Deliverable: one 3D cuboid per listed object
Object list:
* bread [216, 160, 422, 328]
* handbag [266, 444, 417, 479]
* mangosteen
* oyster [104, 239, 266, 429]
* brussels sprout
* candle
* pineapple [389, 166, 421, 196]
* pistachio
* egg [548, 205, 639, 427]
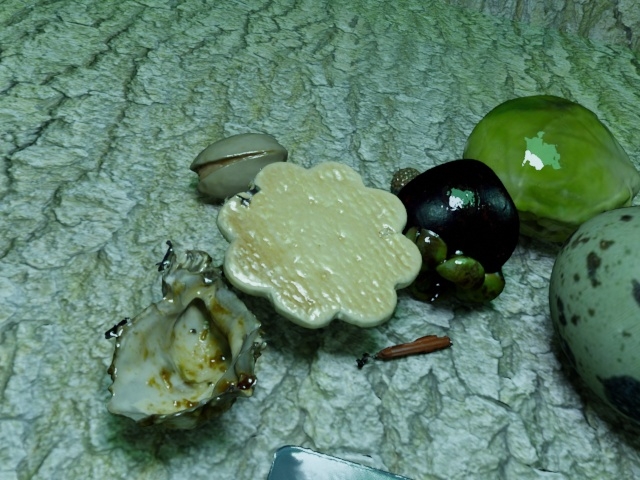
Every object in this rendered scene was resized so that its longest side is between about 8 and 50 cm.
[{"bbox_3d":[0.000,0.000,0.943,0.315,0.054,0.316,9,53,-11],"label":"bread"},{"bbox_3d":[0.037,0.338,0.686,0.229,0.062,0.179,15,41,2],"label":"handbag"},{"bbox_3d":[0.223,-0.010,1.063,0.242,0.243,0.243,8,38,-6],"label":"mangosteen"},{"bbox_3d":[-0.178,0.115,0.841,0.197,0.133,0.337,2,36,-12],"label":"oyster"},{"bbox_3d":[0.440,-0.129,1.244,0.344,0.268,0.344,15,54,-21],"label":"brussels sprout"},{"bbox_3d":[0.125,0.165,0.956,0.167,0.021,0.026,-7,62,-25],"label":"candle"},{"bbox_3d":[0.162,-0.081,1.239,0.074,0.074,0.159,19,41,8],"label":"pineapple"},{"bbox_3d":[-0.150,-0.138,1.171,0.184,0.125,0.124,-21,49,-27],"label":"pistachio"},{"bbox_3d":[0.495,0.120,0.908,0.287,0.288,0.379,1,47,-15],"label":"egg"}]
